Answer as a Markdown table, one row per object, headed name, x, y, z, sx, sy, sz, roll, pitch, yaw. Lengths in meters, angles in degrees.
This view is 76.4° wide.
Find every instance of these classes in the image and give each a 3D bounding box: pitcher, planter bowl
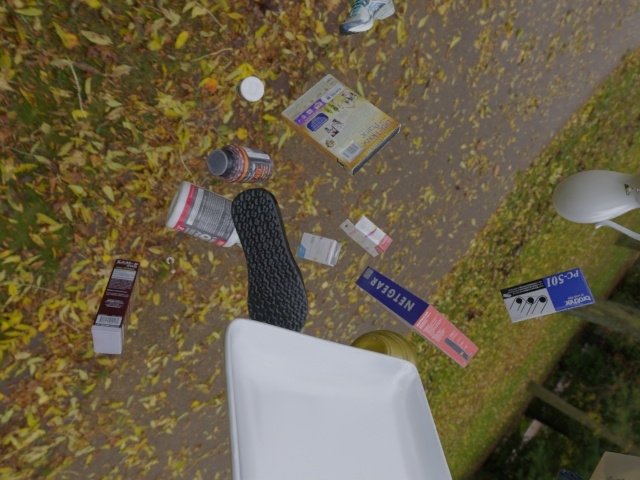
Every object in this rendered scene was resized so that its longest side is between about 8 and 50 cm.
| name | x | y | z | sx | sy | sz | roll | pitch | yaw |
| --- | --- | --- | --- | --- | --- | --- | --- | --- | --- |
| pitcher | 0.665 | -0.080 | 0.939 | 0.126 | 0.207 | 0.177 | -16 | 95 | -27 |
| planter bowl | 0.145 | 0.320 | 1.095 | 0.217 | 0.217 | 0.090 | -45 | 137 | -14 |

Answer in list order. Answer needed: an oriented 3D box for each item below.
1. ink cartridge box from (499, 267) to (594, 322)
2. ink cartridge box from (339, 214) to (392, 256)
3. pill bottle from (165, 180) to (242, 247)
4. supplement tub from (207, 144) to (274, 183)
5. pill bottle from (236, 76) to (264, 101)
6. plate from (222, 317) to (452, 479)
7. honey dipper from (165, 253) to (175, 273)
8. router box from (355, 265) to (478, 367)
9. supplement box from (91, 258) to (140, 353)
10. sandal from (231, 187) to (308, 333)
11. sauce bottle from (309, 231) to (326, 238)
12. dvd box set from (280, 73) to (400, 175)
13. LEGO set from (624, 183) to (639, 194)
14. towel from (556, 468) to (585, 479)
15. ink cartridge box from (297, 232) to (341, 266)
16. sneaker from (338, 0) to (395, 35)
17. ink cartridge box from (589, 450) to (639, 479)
| name | x | y | z | sx | sy | sz | roll | pitch | yaw |
| --- | --- | --- | --- | --- | --- | --- | --- | --- | --- |
| ink cartridge box | 0.617 | 0.152 | 1.116 | 0.207 | 0.097 | 0.046 | -23 | 161 | 26 |
| ink cartridge box | 0.182 | -0.030 | 1.664 | 0.067 | 0.198 | 0.115 | -51 | -177 | -21 |
| pill bottle | -0.383 | -0.079 | 1.494 | 0.319 | 0.176 | 0.176 | 22 | 101 | -26 |
| supplement tub | -0.226 | -0.214 | 1.150 | 0.198 | 0.106 | 0.106 | -13 | 128 | -61 |
| pill bottle | -0.208 | -0.437 | 1.180 | 0.067 | 0.120 | 0.067 | -6 | 109 | -19 |
| plate | 0.031 | 0.220 | 0.329 | 0.045 | 0.277 | 0.278 | -34 | 139 | 29 |
| honey dipper | -0.534 | 0.086 | 1.456 | 0.031 | 0.161 | 0.030 | -8 | 110 | -23 |
| router box | 0.311 | 0.246 | 1.352 | 0.301 | 0.335 | 0.082 | 40 | 87 | -31 |
| supplement box | -0.580 | 0.185 | 1.165 | 0.073 | 0.239 | 0.130 | 10 | 135 | -16 |
| sandal | -0.129 | 0.074 | 1.135 | 0.107 | 0.168 | 0.445 | -29 | 110 | -80 |
| sauce bottle | 0.000 | 0.000 | 1.850 | 0.042 | 0.128 | 0.042 | -26 | 131 | -35 |
| dvd box set | 0.084 | -0.505 | 1.742 | 0.307 | 0.420 | 0.062 | -45 | 163 | -14 |
| LEGO set | 0.624 | -0.117 | 0.775 | 0.023 | 0.054 | 0.083 | 42 | 122 | -20 |
| towel | 0.349 | 0.384 | 0.555 | 0.029 | 0.067 | 0.119 | 7 | 91 | -17 |
| ink cartridge box | 0.003 | 0.037 | 1.492 | 0.090 | 0.143 | 0.092 | 34 | 72 | -74 |
| sneaker | 0.150 | -0.828 | 1.453 | 0.283 | 0.110 | 0.122 | -46 | 132 | -28 |
| ink cartridge box | 0.568 | 0.571 | 0.736 | 0.283 | 0.207 | 0.117 | -29 | -179 | -32 |
